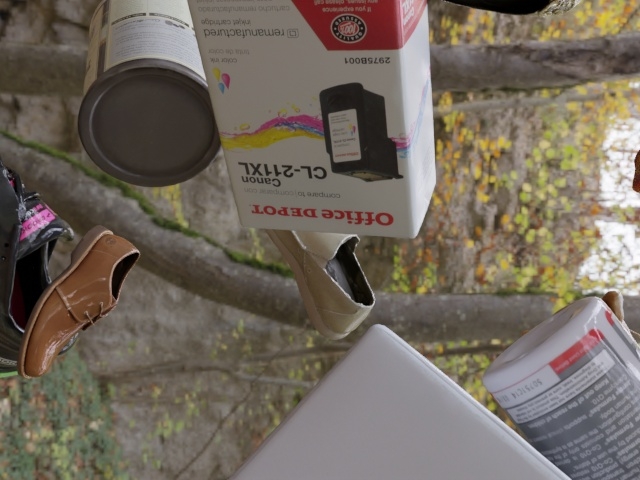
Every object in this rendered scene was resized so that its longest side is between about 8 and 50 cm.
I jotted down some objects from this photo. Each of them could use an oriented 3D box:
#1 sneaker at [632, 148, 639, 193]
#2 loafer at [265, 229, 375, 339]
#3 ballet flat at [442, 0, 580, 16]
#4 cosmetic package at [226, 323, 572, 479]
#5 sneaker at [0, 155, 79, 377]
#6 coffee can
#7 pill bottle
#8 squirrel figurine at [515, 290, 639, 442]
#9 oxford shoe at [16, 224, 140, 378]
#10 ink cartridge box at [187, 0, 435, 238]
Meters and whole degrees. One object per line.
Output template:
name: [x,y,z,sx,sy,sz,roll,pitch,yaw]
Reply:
sneaker: [0.613,-0.135,1.436,0.175,0.067,0.064,-64,-177,-33]
loafer: [0.000,0.000,1.074,0.092,0.102,0.269,-25,-89,36]
ballet flat: [0.184,-0.274,0.855,0.084,0.249,0.058,-44,-132,54]
cosmetic package: [0.066,0.363,0.730,0.327,0.394,0.329,38,-11,32]
sneaker: [-0.429,-0.050,1.015,0.185,0.202,0.483,-71,153,-63]
coffee can: [-0.254,-0.242,1.190,0.275,0.201,0.202,-104,-155,-48]
pill bottle: [0.323,0.218,0.853,0.283,0.161,0.161,53,-31,7]
squirrel figurine: [0.481,0.273,1.276,0.281,0.397,0.370,-28,-104,31]
oxford shoe: [-0.299,0.082,0.976,0.212,0.076,0.076,-62,169,-19]
ink cartridge box: [0.002,-0.092,0.497,0.072,0.127,0.175,-65,153,-48]
